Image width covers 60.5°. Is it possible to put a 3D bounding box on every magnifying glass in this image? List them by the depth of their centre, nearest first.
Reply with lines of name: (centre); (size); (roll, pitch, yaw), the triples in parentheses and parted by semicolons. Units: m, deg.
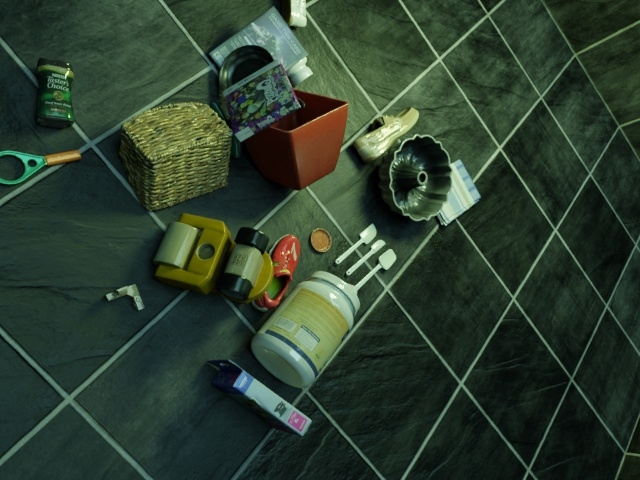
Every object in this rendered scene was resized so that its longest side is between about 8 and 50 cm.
magnifying glass: (-0.767, -0.209, 1.477); (0.231, 0.026, 0.092); (-20, 90, -35)

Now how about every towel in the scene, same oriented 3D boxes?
towel: (0.552, -0.206, 2.312); (0.285, 0.034, 0.209); (-32, 94, -35)

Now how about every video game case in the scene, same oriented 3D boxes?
video game case: (-0.184, -0.429, 1.668); (0.042, 0.210, 0.232); (51, 15, -50)
video game case: (-0.209, -0.629, 1.856); (0.274, 0.026, 0.196); (-38, 101, -5)

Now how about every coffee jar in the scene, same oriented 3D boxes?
coffee jar: (-0.732, -0.409, 1.512); (0.096, 0.079, 0.184); (1, 78, -32)

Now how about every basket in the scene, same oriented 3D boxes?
basket: (-0.442, -0.263, 1.656); (0.299, 0.223, 0.213); (-27, 61, -34)

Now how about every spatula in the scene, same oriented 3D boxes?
spatula: (0.169, 0.066, 2.010); (0.242, 0.019, 0.168); (-40, 102, -35)

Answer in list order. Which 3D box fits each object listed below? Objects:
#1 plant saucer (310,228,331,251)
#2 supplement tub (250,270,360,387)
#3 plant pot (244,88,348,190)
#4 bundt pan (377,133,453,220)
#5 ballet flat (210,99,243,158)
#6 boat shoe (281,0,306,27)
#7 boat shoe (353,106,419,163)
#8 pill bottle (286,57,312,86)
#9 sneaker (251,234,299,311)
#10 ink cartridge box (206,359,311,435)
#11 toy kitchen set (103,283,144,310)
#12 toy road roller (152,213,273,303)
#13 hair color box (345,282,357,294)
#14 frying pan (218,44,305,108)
plant saucer: (0.000, 0.000, 1.923); (0.084, 0.013, 0.083); (8, 75, -30)
supplement tub: (-0.040, 0.270, 1.706); (0.228, 0.228, 0.316); (49, 59, -14)
plant pot: (-0.083, -0.320, 1.787); (0.267, 0.267, 0.235); (-34, 133, -33)
bundt pan: (0.349, -0.240, 2.106); (0.331, 0.124, 0.330); (-4, 98, -34)
ballet flat: (-0.289, -0.370, 1.794); (0.074, 0.074, 0.203); (-25, 91, -34)
boat shoe: (-0.090, -0.923, 2.036); (0.096, 0.098, 0.276); (3, 87, -32)
boat shoe: (0.259, -0.436, 2.125); (0.341, 0.122, 0.110); (-45, 105, -30)
pill bottle: (-0.115, -0.644, 1.941); (0.112, 0.112, 0.186); (-43, 102, -32)
sneaker: (-0.121, 0.104, 1.759); (0.107, 0.118, 0.278); (32, 64, -23)
ink cartridge box: (-0.193, 0.454, 1.591); (0.311, 0.186, 0.065); (43, 62, -16)
toy kitchen set: (-0.536, 0.166, 1.510); (0.083, 0.068, 0.075); (-22, 91, -34)
toy road roller: (-0.303, 0.078, 1.633); (0.330, 0.240, 0.202); (14, 67, 10)
hair color box: (0.081, 0.222, 1.906); (0.072, 0.043, 0.141); (21, 67, -27)
frying pan: (-0.176, -0.530, 1.773); (0.327, 0.053, 0.197); (12, 83, 16)
